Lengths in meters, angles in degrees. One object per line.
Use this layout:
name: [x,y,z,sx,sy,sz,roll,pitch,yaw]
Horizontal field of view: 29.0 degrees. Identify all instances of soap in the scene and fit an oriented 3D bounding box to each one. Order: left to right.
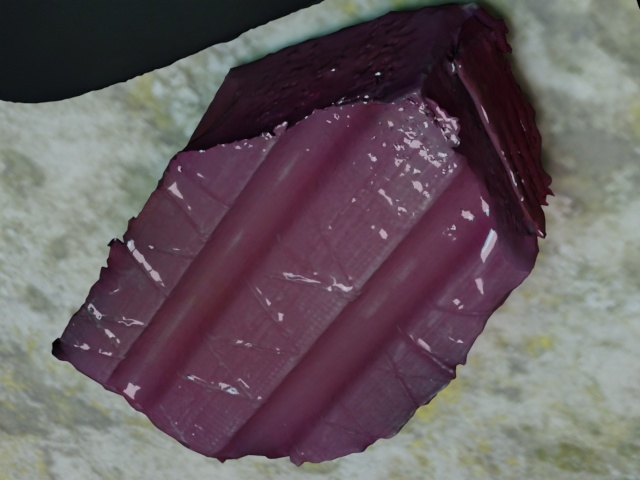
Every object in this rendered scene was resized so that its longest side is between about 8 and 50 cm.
soap: [0.000,0.000,0.637,0.182,0.112,0.289,32,129,-6]

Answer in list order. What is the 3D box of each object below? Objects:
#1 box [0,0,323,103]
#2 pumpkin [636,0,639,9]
box: [-0.086,-0.192,0.470,0.290,0.073,0.289,-21,140,18]
pumpkin: [0.214,-0.120,0.426,0.248,0.248,0.248,9,128,12]
